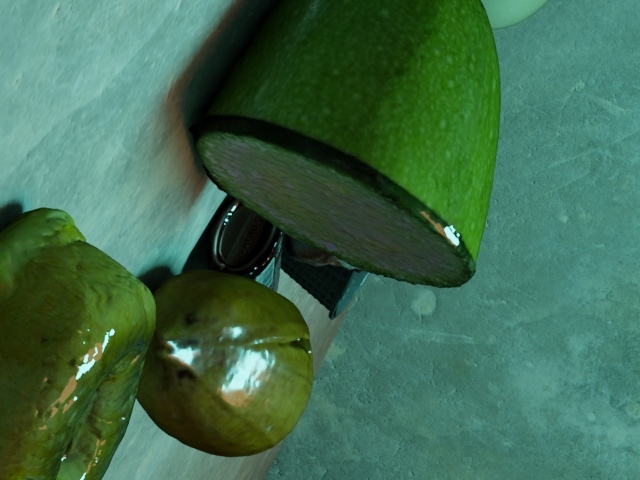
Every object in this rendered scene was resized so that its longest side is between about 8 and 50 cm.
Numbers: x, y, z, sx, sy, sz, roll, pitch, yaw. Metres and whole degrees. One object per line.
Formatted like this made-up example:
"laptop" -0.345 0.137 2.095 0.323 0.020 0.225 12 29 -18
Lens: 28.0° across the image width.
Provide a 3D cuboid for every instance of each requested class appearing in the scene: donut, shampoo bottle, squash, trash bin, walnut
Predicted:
"donut" -0.217 0.116 0.920 0.208 0.128 0.261 -54 168 -43
"shampoo bottle" -0.095 0.042 1.641 0.323 0.084 0.129 99 14 -71
"squash" 0.073 -0.153 1.274 0.309 0.310 0.310 -62 173 -15
"trash bin" 0.000 0.000 1.820 0.175 0.161 0.175 -56 171 -14
"walnut" -0.114 0.131 1.399 0.209 0.209 0.336 -61 164 -5

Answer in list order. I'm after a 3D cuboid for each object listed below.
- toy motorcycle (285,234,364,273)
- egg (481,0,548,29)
"toy motorcycle" 0.074 -0.112 1.626 0.182 0.241 0.319 -12 125 -68
"egg" 0.228 -0.397 1.711 0.219 0.219 0.269 -59 161 -21
